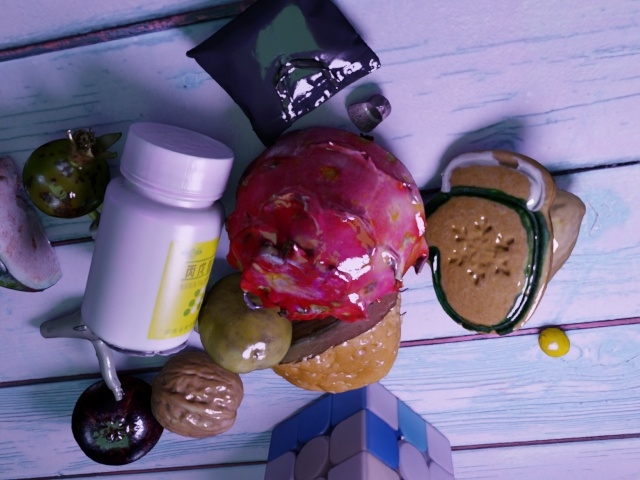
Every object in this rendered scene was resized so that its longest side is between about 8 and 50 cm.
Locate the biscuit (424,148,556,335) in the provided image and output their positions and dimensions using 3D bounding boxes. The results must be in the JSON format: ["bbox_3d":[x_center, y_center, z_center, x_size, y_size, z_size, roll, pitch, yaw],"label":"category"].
[{"bbox_3d":[0.278,0.002,1.135,0.288,0.057,0.343,15,110,35],"label":"biscuit"}]

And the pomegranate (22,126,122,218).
[{"bbox_3d":[-0.434,-0.119,1.114,0.220,0.156,0.156,-16,124,32],"label":"pomegranate"}]

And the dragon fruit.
[{"bbox_3d":[0.000,0.000,1.110,0.387,0.249,0.370,22,124,5],"label":"dragon fruit"}]

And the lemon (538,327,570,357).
[{"bbox_3d":[0.511,0.224,1.357,0.083,0.062,0.062,31,122,-22],"label":"lemon"}]

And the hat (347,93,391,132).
[{"bbox_3d":[0.089,-0.227,1.087,0.058,0.042,0.087,52,148,-12],"label":"hat"}]

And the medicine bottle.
[{"bbox_3d":[-0.292,-0.004,1.122,0.214,0.213,0.378,16,109,-7],"label":"medicine bottle"}]

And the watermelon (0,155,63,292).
[{"bbox_3d":[-0.634,-0.005,1.238,0.224,0.180,0.305,30,142,38],"label":"watermelon"}]

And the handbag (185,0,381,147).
[{"bbox_3d":[-0.057,-0.294,1.017,0.254,0.088,0.211,-31,115,19],"label":"handbag"}]

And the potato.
[{"bbox_3d":[-0.152,0.165,1.238,0.197,0.228,0.148,18,114,-40],"label":"potato"}]

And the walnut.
[{"bbox_3d":[-0.288,0.355,1.436,0.214,0.213,0.213,2,125,3],"label":"walnut"}]

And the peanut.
[{"bbox_3d":[0.380,0.036,1.189,0.148,0.147,0.318,19,123,-9],"label":"peanut"}]

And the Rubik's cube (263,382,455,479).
[{"bbox_3d":[0.094,0.596,1.479,0.344,0.346,0.347,-38,115,25],"label":"Rubik's cube"}]

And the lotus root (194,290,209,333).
[{"bbox_3d":[-0.223,0.177,1.365,0.183,0.077,0.090,33,114,-16],"label":"lotus root"}]

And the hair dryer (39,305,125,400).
[{"bbox_3d":[-0.538,0.238,1.414,0.219,0.088,0.224,11,106,19],"label":"hair dryer"}]

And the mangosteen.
[{"bbox_3d":[-0.479,0.431,1.502,0.216,0.216,0.216,2,125,3],"label":"mangosteen"}]

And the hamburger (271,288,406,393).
[{"bbox_3d":[0.060,0.221,1.316,0.330,0.162,0.209,-30,126,15],"label":"hamburger"}]

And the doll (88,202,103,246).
[{"bbox_3d":[-0.396,0.001,1.252,0.129,0.081,0.207,-18,125,19],"label":"doll"}]
